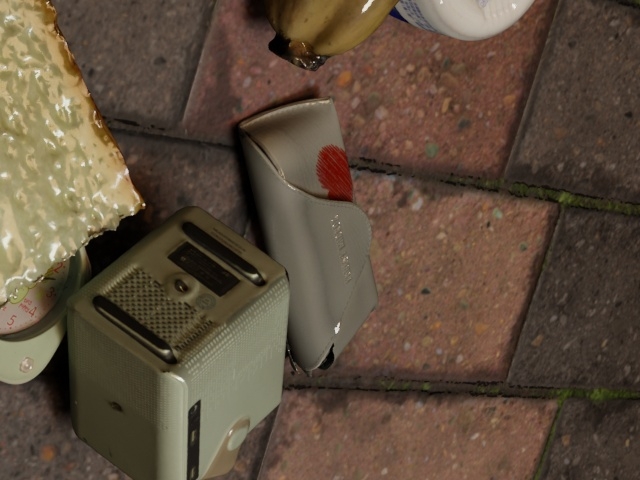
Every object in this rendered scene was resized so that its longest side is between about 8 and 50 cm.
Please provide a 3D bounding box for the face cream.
[{"bbox_3d":[0.149,-0.312,1.973,0.206,0.111,0.206,-19,119,-37],"label":"face cream"}]

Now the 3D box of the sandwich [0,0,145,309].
[{"bbox_3d":[-0.335,-0.063,1.576,0.325,0.131,0.262,-37,114,-27],"label":"sandwich"}]

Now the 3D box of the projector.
[{"bbox_3d":[-0.137,0.115,1.827,0.177,0.163,0.242,-40,151,-34],"label":"projector"}]

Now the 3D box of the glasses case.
[{"bbox_3d":[0.002,-0.001,1.995,0.128,0.083,0.308,-34,129,-27],"label":"glasses case"}]

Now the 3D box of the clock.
[{"bbox_3d":[-0.284,0.028,1.750,0.151,0.062,0.191,34,84,-46],"label":"clock"}]

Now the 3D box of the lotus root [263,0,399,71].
[{"bbox_3d":[0.024,-0.290,1.840,0.154,0.140,0.257,27,101,-5],"label":"lotus root"}]
